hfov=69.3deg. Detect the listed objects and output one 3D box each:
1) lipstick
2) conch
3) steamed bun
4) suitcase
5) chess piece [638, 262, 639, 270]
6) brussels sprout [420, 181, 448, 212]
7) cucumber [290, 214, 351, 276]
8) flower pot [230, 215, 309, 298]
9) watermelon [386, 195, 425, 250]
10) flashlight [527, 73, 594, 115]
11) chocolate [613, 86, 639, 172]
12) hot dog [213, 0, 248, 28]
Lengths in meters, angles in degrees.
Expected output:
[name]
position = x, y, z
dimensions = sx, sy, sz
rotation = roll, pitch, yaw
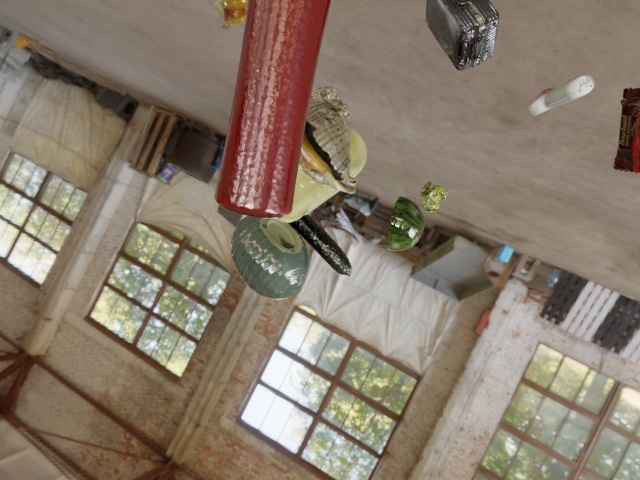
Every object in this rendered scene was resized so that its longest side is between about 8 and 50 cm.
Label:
[lipstick]
position = -0.043, -0.143, 0.432
dimensions = 0.080, 0.242, 0.080
rotation = 12, -168, -3
[conch]
position = -0.012, -0.185, 0.833
dimensions = 0.245, 0.162, 0.178
rotation = 54, -164, 10
[steamed bun]
position = -0.031, -0.169, 1.089
dimensions = 0.166, 0.232, 0.273
rotation = 55, 142, 2
[suitcase]
position = 0.188, -0.299, 0.622
dimensions = 0.086, 0.059, 0.126
rotation = 60, -173, -66
[chess piece]
position = 0.547, 0.041, 0.643
dimensions = 0.090, 0.090, 0.200
rotation = 27, 151, -7
[brussels sprout]
position = 0.287, -0.118, 1.214
dimensions = 0.058, 0.085, 0.085
rotation = 28, 180, 31
[cucumber]
position = -0.001, -0.001, 1.236
dimensions = 0.245, 0.067, 0.067
rotation = 45, -175, 16
[flower pot]
position = -0.130, 0.035, 1.200
dimensions = 0.189, 0.157, 0.243
rotation = -12, -125, -43
[watermelon]
position = 0.162, -0.026, 0.866
dimensions = 0.062, 0.106, 0.105
rotation = 17, 176, 19
[flashlight]
position = 0.553, -0.339, 1.072
dimensions = 0.048, 0.093, 0.200
rotation = 57, -178, -4
[chocolate]
position = 0.676, -0.234, 0.990
dimensions = 0.028, 0.183, 0.086
rotation = -20, -154, -26
[hot dog]
position = -0.086, -0.692, 1.048
dimensions = 0.367, 0.364, 0.196
rotation = 102, 147, -63
